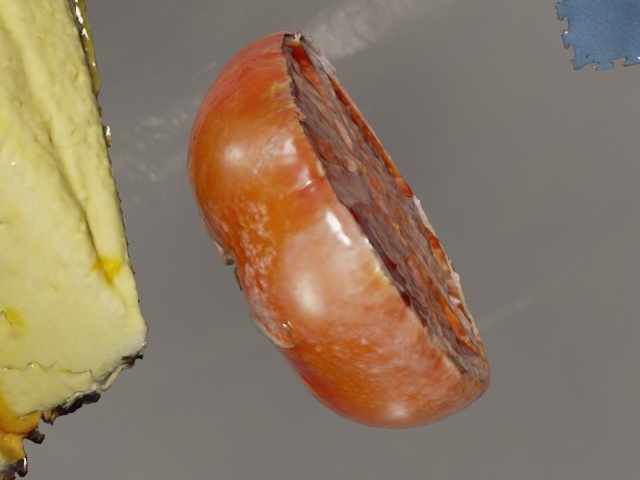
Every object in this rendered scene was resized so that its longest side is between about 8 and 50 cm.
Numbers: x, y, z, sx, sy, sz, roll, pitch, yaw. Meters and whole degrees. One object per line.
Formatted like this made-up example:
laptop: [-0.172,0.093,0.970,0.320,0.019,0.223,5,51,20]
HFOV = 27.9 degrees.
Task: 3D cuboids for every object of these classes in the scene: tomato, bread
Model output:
tomato: [0.000,0.000,0.714,0.095,0.236,0.237,-29,150,11]
bread: [-0.242,-0.050,0.856,0.346,0.242,0.405,-18,125,34]

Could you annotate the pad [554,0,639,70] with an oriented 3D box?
pad: [0.255,-0.247,0.802,0.012,0.270,0.269,-44,125,-54]
